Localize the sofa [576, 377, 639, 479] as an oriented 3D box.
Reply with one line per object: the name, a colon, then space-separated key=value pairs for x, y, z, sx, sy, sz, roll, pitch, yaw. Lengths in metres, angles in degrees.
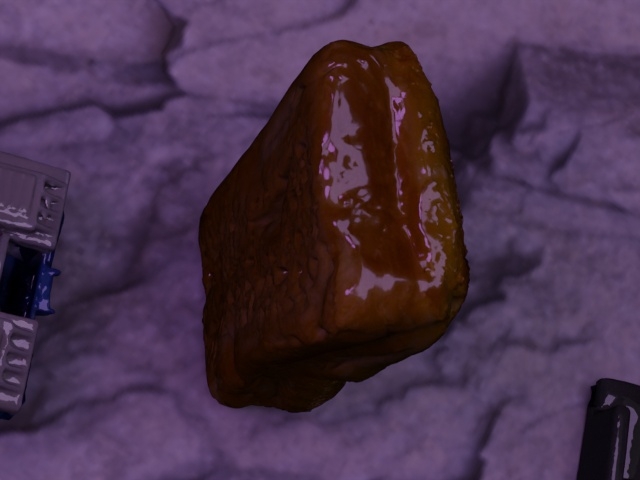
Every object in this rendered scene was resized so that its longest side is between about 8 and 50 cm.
sofa: x=0.218 y=0.129 z=0.935 sx=0.147 sy=0.060 sz=0.085 roll=17 pitch=71 yaw=-14

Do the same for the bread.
bread: x=-0.002 y=0.000 z=0.777 sx=0.077 sy=0.271 sz=0.139 roll=-1 pitch=76 yaw=-13

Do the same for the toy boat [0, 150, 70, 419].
toy boat: x=-0.266 y=-0.006 z=0.783 sx=0.295 sy=0.088 sz=0.129 roll=15 pitch=72 yaw=-16
